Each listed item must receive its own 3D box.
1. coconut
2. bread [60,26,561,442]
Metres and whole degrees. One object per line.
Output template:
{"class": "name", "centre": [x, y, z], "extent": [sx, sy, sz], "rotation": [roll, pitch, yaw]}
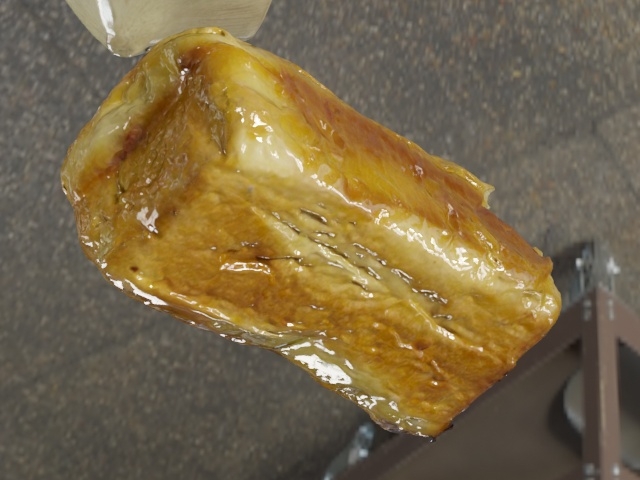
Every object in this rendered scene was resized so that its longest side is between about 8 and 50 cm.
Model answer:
{"class": "coconut", "centre": [-0.122, -0.246, 1.187], "extent": [0.224, 0.224, 0.224], "rotation": [4, 130, 5]}
{"class": "bread", "centre": [-0.003, -0.002, 1.023], "extent": [0.344, 0.149, 0.195], "rotation": [31, 116, -35]}
